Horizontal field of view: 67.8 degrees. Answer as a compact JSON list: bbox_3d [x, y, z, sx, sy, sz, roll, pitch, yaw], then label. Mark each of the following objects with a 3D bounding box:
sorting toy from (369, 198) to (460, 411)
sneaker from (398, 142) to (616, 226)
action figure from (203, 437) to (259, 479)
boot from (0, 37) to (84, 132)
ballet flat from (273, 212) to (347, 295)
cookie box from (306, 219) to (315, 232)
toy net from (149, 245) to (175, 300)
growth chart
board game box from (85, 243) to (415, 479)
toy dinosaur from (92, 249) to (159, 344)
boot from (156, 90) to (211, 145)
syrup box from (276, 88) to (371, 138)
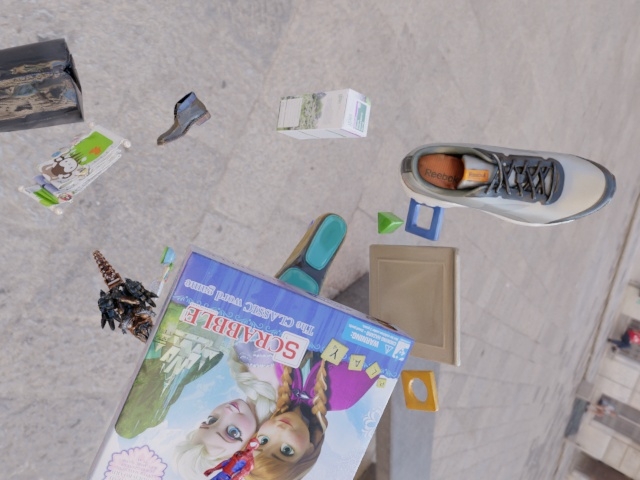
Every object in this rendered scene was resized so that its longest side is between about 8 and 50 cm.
[{"bbox_3d":[0.157,0.100,0.784,0.047,0.196,0.348,-2,92,-39],"label":"sorting toy"},{"bbox_3d":[0.234,-0.074,0.616,0.108,0.271,0.100,-5,102,-77],"label":"sneaker"},{"bbox_3d":[-0.108,0.261,0.514,0.115,0.038,0.030,-40,118,-31],"label":"action figure"},{"bbox_3d":[-0.831,-0.429,1.135,0.444,0.146,0.367,-14,92,-8],"label":"boot"},{"bbox_3d":[-0.029,0.055,0.772,0.080,0.073,0.232,41,63,-11],"label":"ballet flat"},{"bbox_3d":[0.000,0.000,1.492,0.040,0.091,0.107,126,-19,-50],"label":"cookie box"},{"bbox_3d":[-0.577,0.130,1.718,0.232,0.045,0.122,-84,-162,-49],"label":"toy net"},{"bbox_3d":[-0.516,-0.160,1.002,0.237,0.171,0.021,-57,153,-29],"label":"growth chart"},{"bbox_3d":[-0.081,0.211,0.611,0.318,0.066,0.318,23,91,-18],"label":"board game box"},{"bbox_3d":[-0.610,0.188,1.461,0.322,0.218,0.164,42,74,-16],"label":"toy dinosaur"},{"bbox_3d":[-0.493,-0.421,1.642,0.219,0.082,0.106,-41,127,-21],"label":"boot"},{"bbox_3d":[0.005,-0.312,1.194,0.096,0.236,0.093,7,92,-48],"label":"syrup box"}]
